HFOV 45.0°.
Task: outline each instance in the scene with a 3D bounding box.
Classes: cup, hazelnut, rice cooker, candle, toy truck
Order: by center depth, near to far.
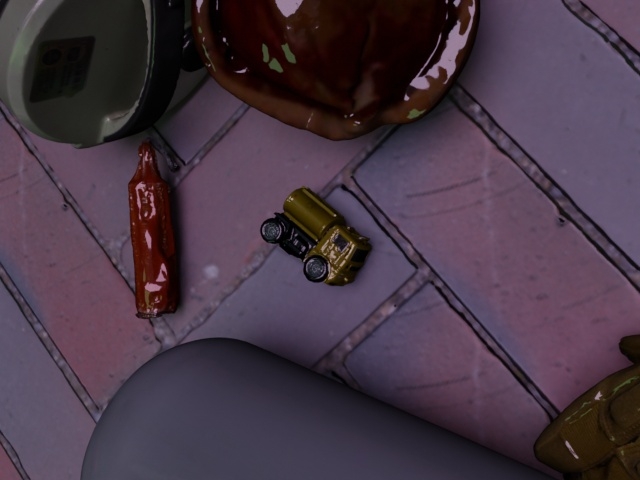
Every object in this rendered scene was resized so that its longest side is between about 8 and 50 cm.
[{"bbox_3d":[-0.005,0.204,0.544,0.312,0.205,0.205,20,95,22],"label":"cup"},{"bbox_3d":[0.016,-0.170,0.570,0.202,0.160,0.170,-4,120,24],"label":"hazelnut"},{"bbox_3d":[0.000,0.000,0.635,0.083,0.049,0.054,41,101,20],"label":"toy truck"},{"bbox_3d":[-0.201,-0.204,0.636,0.226,0.226,0.244,-47,75,14],"label":"rice cooker"},{"bbox_3d":[-0.147,-0.012,0.695,0.053,0.048,0.162,-175,82,-65],"label":"candle"}]

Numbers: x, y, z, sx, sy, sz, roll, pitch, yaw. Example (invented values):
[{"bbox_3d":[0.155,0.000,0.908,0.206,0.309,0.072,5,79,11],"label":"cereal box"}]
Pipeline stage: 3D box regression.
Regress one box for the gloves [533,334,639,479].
[{"bbox_3d":[0.293,0.116,0.460,0.331,0.141,0.154,-14,84,21],"label":"gloves"}]
